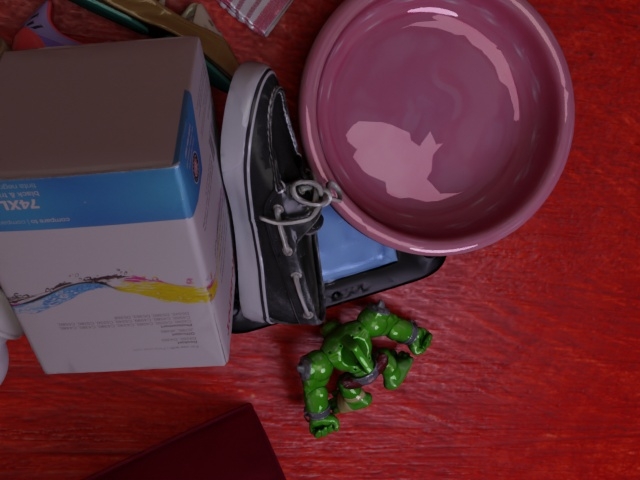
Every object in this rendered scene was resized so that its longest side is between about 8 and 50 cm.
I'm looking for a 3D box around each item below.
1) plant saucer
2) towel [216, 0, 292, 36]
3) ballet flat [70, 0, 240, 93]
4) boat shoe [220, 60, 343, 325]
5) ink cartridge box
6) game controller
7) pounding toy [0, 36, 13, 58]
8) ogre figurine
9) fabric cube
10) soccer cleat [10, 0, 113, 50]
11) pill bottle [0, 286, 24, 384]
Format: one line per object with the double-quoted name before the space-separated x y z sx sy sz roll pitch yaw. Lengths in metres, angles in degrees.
"plant saucer" 0.130 -0.148 1.043 0.332 0.084 0.332 -1 93 -12
"towel" -0.091 -0.336 0.965 0.197 0.029 0.144 37 93 -29
"ballet flat" -0.166 -0.242 0.957 0.232 0.080 0.073 29 82 -24
"boat shoe" -0.036 -0.039 0.943 0.105 0.113 0.306 7 116 16
"ink cartridge box" -0.198 -0.027 0.875 0.197 0.198 0.270 -4 135 3
"game controller" 0.000 0.000 1.088 0.319 0.067 0.166 -16 111 -12
"pounding toy" -0.382 -0.119 0.903 0.206 0.181 0.094 -30 142 2
"ogre figurine" 0.049 0.154 1.137 0.197 0.097 0.118 -27 125 4
"fabric cube" -0.127 0.405 1.073 0.254 0.258 0.259 -25 112 -9
"soccer cleat" -0.215 -0.161 0.966 0.248 0.083 0.095 29 92 -20
"pill bottle" -0.456 0.138 0.924 0.334 0.188 0.188 -43 114 0
